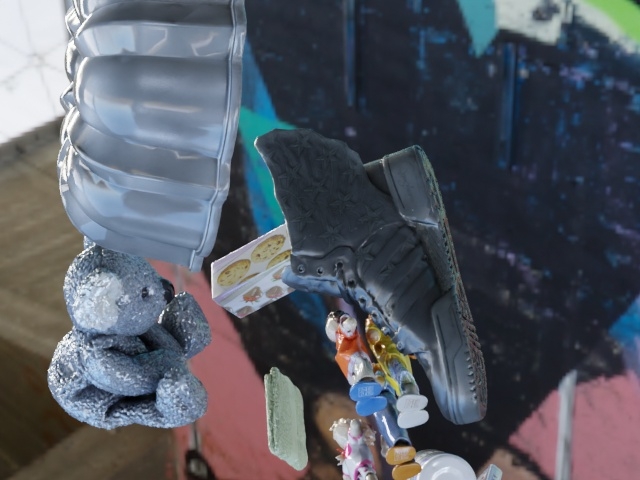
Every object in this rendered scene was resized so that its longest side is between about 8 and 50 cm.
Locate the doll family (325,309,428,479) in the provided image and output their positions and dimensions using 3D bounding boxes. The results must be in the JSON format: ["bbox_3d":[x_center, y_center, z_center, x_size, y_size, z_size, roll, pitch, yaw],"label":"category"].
[{"bbox_3d":[0.074,0.180,1.356,0.118,0.263,0.163,-9,-143,-9],"label":"doll family"}]

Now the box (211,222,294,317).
[{"bbox_3d":[0.000,0.000,1.523,0.324,0.063,0.067,-27,-132,24],"label":"box"}]

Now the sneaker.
[{"bbox_3d":[0.023,0.016,0.590,0.089,0.170,0.051,-16,162,12],"label":"sneaker"}]

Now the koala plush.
[{"bbox_3d":[-0.247,0.095,1.422,0.203,0.221,0.196,-7,-145,0],"label":"koala plush"}]

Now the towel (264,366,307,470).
[{"bbox_3d":[-0.055,0.288,1.905,0.027,0.110,0.148,-16,-123,21],"label":"towel"}]

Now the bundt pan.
[{"bbox_3d":[-0.156,-0.141,1.010,0.124,0.331,0.331,5,-154,-15],"label":"bundt pan"}]

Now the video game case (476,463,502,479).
[{"bbox_3d":[0.156,0.397,1.524,0.023,0.201,0.183,39,-160,3],"label":"video game case"}]

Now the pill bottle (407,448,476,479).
[{"bbox_3d":[0.147,0.309,1.518,0.078,0.078,0.137,-7,174,-9],"label":"pill bottle"}]
